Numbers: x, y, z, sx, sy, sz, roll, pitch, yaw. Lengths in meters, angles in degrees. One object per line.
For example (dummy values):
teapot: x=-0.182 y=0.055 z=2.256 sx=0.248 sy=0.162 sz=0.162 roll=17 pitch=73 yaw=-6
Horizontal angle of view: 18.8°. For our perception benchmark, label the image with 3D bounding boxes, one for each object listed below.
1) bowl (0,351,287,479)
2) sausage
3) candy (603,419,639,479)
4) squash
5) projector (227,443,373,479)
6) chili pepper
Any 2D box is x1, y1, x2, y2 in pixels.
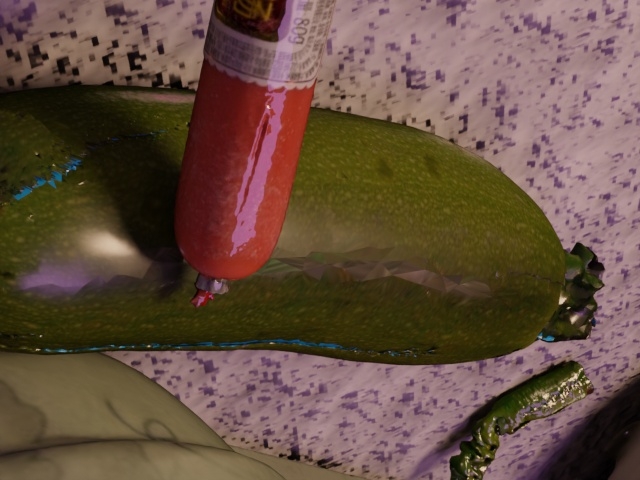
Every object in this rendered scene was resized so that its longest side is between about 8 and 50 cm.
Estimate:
bowl: x=-0.148 y=0.141 z=0.611 sx=0.307 sy=0.163 sz=0.307 roll=-25 pitch=148 yaw=-17
sausage: x=-0.002 y=-0.094 z=0.483 sx=0.034 sy=0.034 sz=0.253 roll=-6 pitch=120 yaw=-38
candy: x=0.330 y=0.152 z=1.067 sx=0.427 sy=0.186 sz=0.386 roll=-29 pitch=145 yaw=-15
squash: x=0.001 y=0.001 z=0.632 sx=0.331 sy=0.087 sz=0.087 roll=8 pitch=130 yaw=-48
projector: x=-0.067 y=0.206 z=0.858 sx=0.257 sy=0.079 sz=0.259 roll=-44 pitch=149 yaw=15
chili pepper: x=0.088 y=0.084 z=0.889 sx=0.083 sy=0.022 sz=0.027 roll=-38 pitch=148 yaw=0
